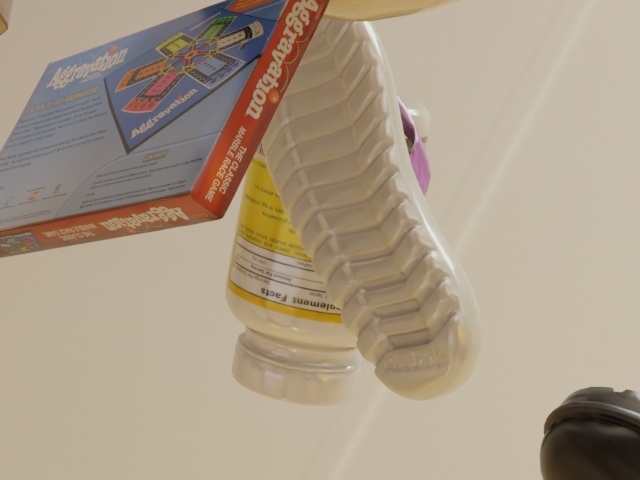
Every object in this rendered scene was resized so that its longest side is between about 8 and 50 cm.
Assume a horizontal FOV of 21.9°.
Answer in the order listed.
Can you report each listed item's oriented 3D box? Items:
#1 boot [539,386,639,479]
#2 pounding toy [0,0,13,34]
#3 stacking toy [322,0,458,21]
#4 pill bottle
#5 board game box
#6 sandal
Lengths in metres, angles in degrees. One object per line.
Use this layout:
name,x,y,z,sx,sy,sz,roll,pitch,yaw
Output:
boot,0.180,0.341,1.063,0.367,0.146,0.445,35,-120,23
pounding toy,-0.257,-0.136,0.867,0.130,0.141,0.100,-33,-158,5
stacking toy,0.024,-0.400,0.947,0.350,0.350,0.480,3,-121,30
pill bottle,0.000,0.000,1.797,0.188,0.188,0.334,22,-73,40
board game box,-0.114,-0.064,0.963,0.281,0.027,0.145,-8,-128,53
sandal,0.049,-0.048,1.513,0.169,0.102,0.416,-32,-113,40
